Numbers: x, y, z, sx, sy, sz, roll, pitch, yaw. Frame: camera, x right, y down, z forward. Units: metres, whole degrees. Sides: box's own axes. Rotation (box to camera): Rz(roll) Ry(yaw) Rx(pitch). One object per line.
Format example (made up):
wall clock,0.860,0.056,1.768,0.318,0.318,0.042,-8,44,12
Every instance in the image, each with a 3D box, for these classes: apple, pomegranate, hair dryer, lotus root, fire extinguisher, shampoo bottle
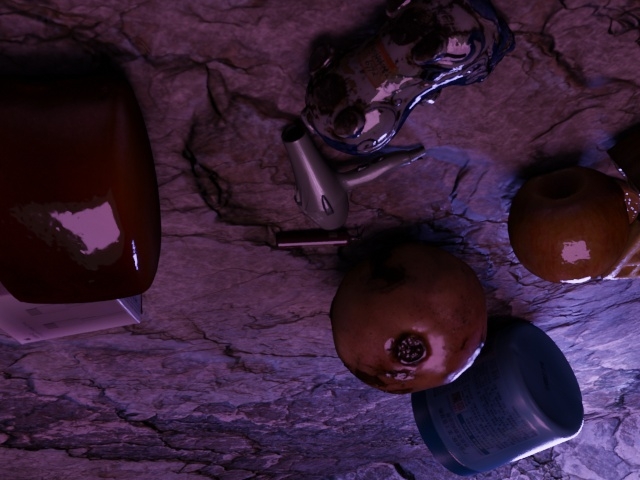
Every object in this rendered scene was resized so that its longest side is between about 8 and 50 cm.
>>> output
apple,0.444,-0.028,1.283,0.211,0.211,0.188,-14,123,8
pomegranate,0.175,0.155,1.433,0.322,0.322,0.322,-7,149,-4
hair dryer,0.032,-0.128,1.145,0.225,0.088,0.219,-37,137,18
lotus root,0.625,-0.115,1.218,0.180,0.188,0.199,-38,139,18
fire extinguisher,0.000,0.000,1.374,0.173,0.035,0.049,-3,145,-5
shampoo bottle,0.480,0.430,1.934,0.331,0.331,0.342,18,138,-38

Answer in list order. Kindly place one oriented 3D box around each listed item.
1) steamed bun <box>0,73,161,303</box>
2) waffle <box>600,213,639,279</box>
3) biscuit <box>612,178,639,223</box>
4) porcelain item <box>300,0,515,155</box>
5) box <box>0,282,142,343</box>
steamed bun,-0.346,-0.045,0.993,0.235,0.248,0.379,-3,150,-9
waffle,0.772,0.011,1.578,0.247,0.055,0.221,-5,149,-8
biscuit,0.570,-0.058,1.435,0.142,0.029,0.221,-20,149,15
porcelain item,0.114,-0.225,0.953,0.288,0.138,0.186,-36,158,30
box,-0.489,0.095,1.335,0.251,0.106,0.203,-9,151,3
